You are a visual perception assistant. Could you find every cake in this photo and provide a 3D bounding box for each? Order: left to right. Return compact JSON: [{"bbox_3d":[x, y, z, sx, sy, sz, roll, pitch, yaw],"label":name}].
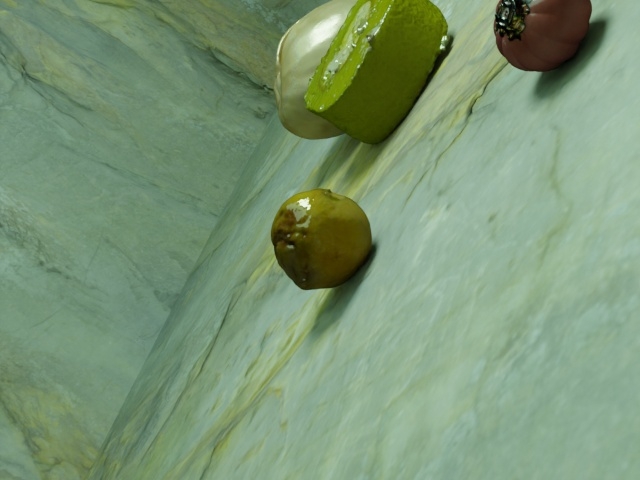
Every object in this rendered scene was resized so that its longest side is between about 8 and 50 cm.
[{"bbox_3d":[0.098,-0.296,1.291,0.261,0.156,0.179,-60,28,9],"label":"cake"}]

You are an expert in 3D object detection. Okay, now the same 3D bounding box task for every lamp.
[{"bbox_3d":[0.223,-0.225,0.787,0.107,0.092,0.108,3,94,63],"label":"lamp"}]

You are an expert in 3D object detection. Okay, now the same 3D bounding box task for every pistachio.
[{"bbox_3d":[0.034,-0.333,1.478,0.309,0.230,0.230,-41,12,-4],"label":"pistachio"}]

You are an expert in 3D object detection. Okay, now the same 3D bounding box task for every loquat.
[{"bbox_3d":[0.000,0.000,1.007,0.137,0.137,0.113,-54,39,13],"label":"loquat"}]
